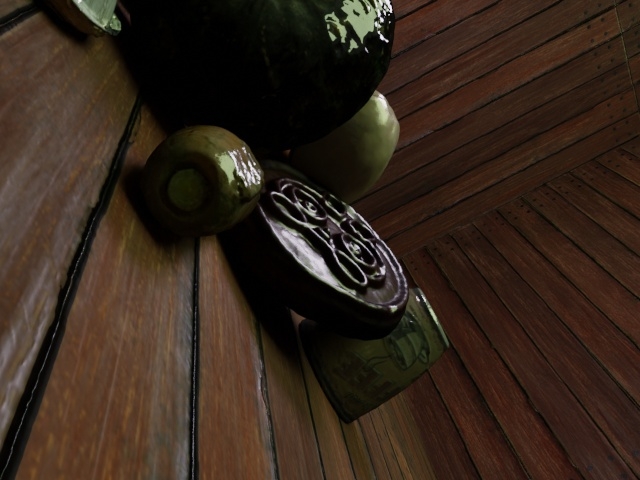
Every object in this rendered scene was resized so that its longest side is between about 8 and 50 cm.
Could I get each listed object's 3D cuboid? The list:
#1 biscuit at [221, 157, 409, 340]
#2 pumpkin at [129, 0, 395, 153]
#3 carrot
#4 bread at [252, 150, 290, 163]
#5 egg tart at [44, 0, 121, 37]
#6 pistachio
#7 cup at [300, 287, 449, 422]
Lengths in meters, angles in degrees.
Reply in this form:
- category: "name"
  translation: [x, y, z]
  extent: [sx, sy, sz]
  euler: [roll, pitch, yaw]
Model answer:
- category: "biscuit"
  translation: [0.000, 0.000, 1.103]
  extent: [0.407, 0.091, 0.407]
  euler: [34, 22, -16]
- category: "pumpkin"
  translation: [-0.097, -0.373, 1.077]
  extent: [0.454, 0.454, 0.344]
  euler: [63, -15, 8]
- category: "carrot"
  translation: [-0.141, -0.074, 0.792]
  extent: [0.139, 0.138, 0.302]
  euler: [62, -4, -5]
- category: "bread"
  translation: [-0.159, -0.289, 1.406]
  extent: [0.333, 0.143, 0.324]
  euler: [43, 34, -75]
- category: "egg tart"
  translation: [-0.309, -0.360, 0.747]
  extent: [0.234, 0.094, 0.234]
  euler: [60, 5, -8]
- category: "pistachio"
  translation: [0.033, -0.180, 1.309]
  extent: [0.226, 0.332, 0.208]
  euler: [-1, 56, -39]
- category: "cup"
  translation: [0.133, 0.238, 1.283]
  extent: [0.301, 0.257, 0.227]
  euler: [61, 6, -50]
